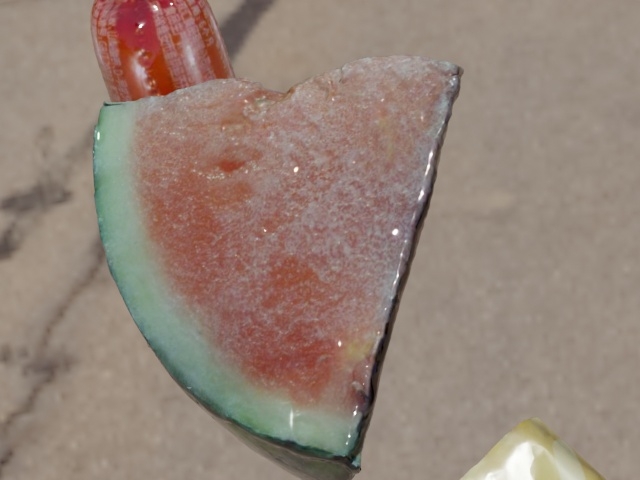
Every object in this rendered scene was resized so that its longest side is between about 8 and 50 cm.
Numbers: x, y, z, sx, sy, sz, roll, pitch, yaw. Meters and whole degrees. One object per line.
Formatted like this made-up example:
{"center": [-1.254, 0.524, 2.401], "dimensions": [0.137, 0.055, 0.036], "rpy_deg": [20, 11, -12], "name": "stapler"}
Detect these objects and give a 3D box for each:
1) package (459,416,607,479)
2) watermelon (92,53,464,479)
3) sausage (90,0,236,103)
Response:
{"center": [0.225, 0.342, 1.712], "dimensions": [0.221, 0.165, 0.311], "rpy_deg": [-44, 57, -7], "name": "package"}
{"center": [-0.021, 0.010, 0.879], "dimensions": [0.136, 0.202, 0.207], "rpy_deg": [5, 25, -21], "name": "watermelon"}
{"center": [-0.067, -0.036, 1.103], "dimensions": [0.074, 0.274, 0.074], "rpy_deg": [-13, 28, 7], "name": "sausage"}
